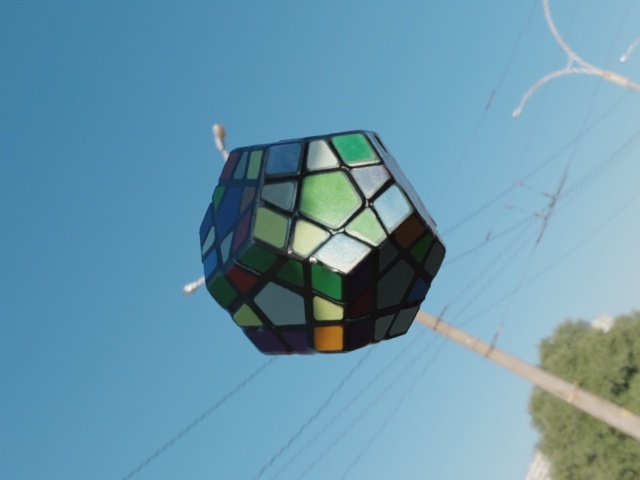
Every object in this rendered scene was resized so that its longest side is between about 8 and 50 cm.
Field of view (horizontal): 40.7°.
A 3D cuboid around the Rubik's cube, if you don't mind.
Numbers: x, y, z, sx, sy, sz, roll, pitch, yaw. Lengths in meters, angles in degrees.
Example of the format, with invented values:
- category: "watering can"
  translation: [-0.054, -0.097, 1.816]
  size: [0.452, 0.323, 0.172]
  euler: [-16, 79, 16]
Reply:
- category: "Rubik's cube"
  translation: [0.000, 0.000, 0.457]
  size: [0.112, 0.133, 0.133]
  euler: [21, -82, -25]
